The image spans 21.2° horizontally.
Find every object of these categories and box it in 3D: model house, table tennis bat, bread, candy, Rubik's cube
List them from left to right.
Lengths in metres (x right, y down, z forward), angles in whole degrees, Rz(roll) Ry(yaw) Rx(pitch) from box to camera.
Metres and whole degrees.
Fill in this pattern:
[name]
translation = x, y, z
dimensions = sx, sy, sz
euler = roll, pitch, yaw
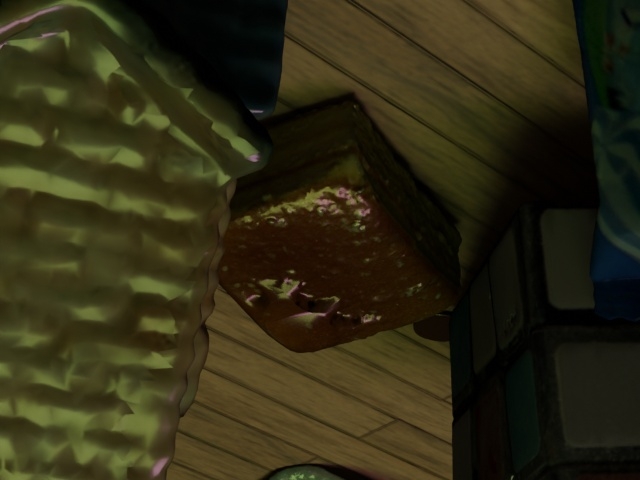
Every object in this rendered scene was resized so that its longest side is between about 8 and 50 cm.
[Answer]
[model house]
translation = -0.220, -0.088, 1.118
dimensions = 0.395, 0.445, 0.400
euler = 15, 105, -13
[bread]
translation = 0.000, 0.000, 1.486
dimensions = 0.184, 0.110, 0.234
euler = -17, 142, 22
[table tennis bat]
translation = 0.133, 0.090, 1.713
dimensions = 0.083, 0.007, 0.050
euler = 15, 142, -19
[Rubik's cube]
translation = 0.315, 0.178, 1.492
dimensions = 0.362, 0.363, 0.359
euler = 0, 162, -11
[candy]
translation = 0.272, -0.089, 1.242
dimensions = 0.187, 0.077, 0.331
euler = 4, 111, 26

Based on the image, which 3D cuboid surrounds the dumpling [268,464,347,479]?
[dumpling]
translation = 0.000, 0.339, 1.994
dimensions = 0.217, 0.104, 0.149
euler = -13, 144, 18
